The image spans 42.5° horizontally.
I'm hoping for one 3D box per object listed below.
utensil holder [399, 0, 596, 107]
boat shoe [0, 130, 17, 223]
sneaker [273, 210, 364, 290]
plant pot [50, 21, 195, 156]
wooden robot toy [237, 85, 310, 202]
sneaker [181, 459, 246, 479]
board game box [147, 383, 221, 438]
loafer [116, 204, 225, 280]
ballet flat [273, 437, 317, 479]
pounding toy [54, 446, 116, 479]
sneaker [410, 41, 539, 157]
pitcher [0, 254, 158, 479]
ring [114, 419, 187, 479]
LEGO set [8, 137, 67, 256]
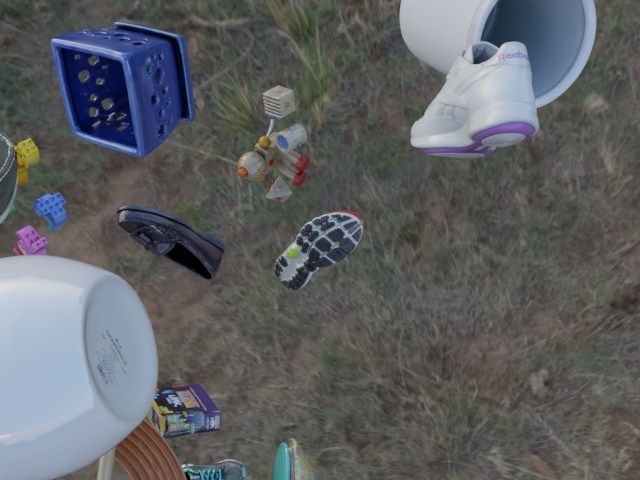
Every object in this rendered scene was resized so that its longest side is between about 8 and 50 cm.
[{"bbox_3d":[0.410,-0.527,1.997,0.327,0.328,0.385,-38,35,-2],"label":"utensil holder"},{"bbox_3d":[-0.386,-0.052,0.834,0.109,0.305,0.091,23,120,-5],"label":"boat shoe"},{"bbox_3d":[0.000,0.000,1.773,0.107,0.279,0.118,48,44,-6],"label":"sneaker"},{"bbox_3d":[-0.410,-0.344,1.788,0.236,0.236,0.212,19,39,29],"label":"plant pot"},{"bbox_3d":[-0.064,-0.100,1.017,0.076,0.173,0.079,38,50,24],"label":"wooden robot toy"},{"bbox_3d":[-0.231,0.476,1.646,0.166,0.076,0.065,-13,77,17],"label":"sneaker"},{"bbox_3d":[-0.317,0.382,1.864,0.141,0.170,0.048,-3,105,-25],"label":"board game box"},{"bbox_3d":[-0.339,0.007,1.891,0.109,0.302,0.095,-13,63,38],"label":"loafer"},{"bbox_3d":[-0.033,0.505,1.344,0.123,0.123,0.349,4,74,10],"label":"ballet flat"},{"bbox_3d":[-0.277,0.239,0.851,0.154,0.154,0.269,-29,69,-18],"label":"pounding toy"},{"bbox_3d":[0.228,-0.204,1.221,0.114,0.305,0.152,1,87,-20],"label":"sneaker"},{"bbox_3d":[-0.195,0.101,0.482,0.207,0.178,0.125,-13,31,14],"label":"pitcher"},{"bbox_3d":[-0.318,0.344,0.966,0.336,0.032,0.337,1,81,-7],"label":"ring"},{"bbox_3d":[-0.406,-0.078,1.104,0.087,0.093,0.227,-38,92,-38],"label":"LEGO set"}]
